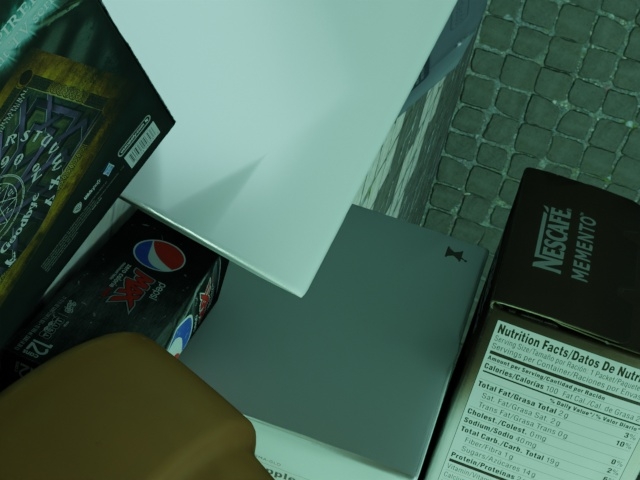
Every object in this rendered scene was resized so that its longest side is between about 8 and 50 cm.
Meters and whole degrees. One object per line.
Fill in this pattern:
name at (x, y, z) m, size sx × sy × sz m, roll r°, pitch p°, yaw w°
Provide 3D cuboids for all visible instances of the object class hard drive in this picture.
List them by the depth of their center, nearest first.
hard drive at (0.003, -0.153, 0.484) m, size 0.210 × 0.040 × 0.318 m, roll 33°, pitch 83°, yaw -54°

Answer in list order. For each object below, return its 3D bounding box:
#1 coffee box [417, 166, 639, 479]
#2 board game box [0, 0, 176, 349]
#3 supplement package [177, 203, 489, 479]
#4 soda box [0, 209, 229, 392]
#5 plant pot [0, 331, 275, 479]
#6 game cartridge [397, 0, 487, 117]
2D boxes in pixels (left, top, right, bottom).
coffee box at (0.138, 0.127, 0.806) m, size 0.168 × 0.119 × 0.297 m, roll -61°, pitch 168°, yaw -56°
board game box at (-0.119, 0.008, 0.337) m, size 0.186 × 0.026 × 0.126 m, roll -54°, pitch 163°, yaw -11°
supplement package at (-0.030, 0.126, 0.814) m, size 0.199 × 0.198 × 0.262 m, roll -64°, pitch 170°, yaw -46°
soda box at (-0.101, 0.042, 0.628) m, size 0.169 × 0.060 × 0.053 m, roll -58°, pitch 169°, yaw -57°
plant pot at (-0.073, 0.209, 0.466) m, size 0.291 × 0.203 × 0.291 m, roll -54°, pitch 168°, yaw -16°
game cartridge at (0.036, -0.140, 0.870) m, size 0.198 × 0.062 × 0.297 m, roll -46°, pitch 170°, yaw -3°
